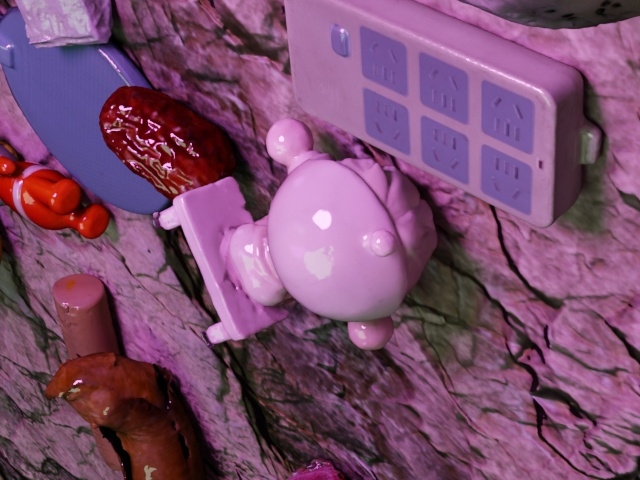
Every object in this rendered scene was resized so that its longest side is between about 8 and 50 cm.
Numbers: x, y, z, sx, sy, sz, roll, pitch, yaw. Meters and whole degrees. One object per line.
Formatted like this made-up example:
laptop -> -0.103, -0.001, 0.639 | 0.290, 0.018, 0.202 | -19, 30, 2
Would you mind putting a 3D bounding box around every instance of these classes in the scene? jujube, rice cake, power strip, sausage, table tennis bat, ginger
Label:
jujube -> -0.134, -0.085, 1.378 | 0.129, 0.077, 0.077 | 38, 149, 7
rice cake -> -0.245, -0.269, 1.348 | 0.085, 0.040, 0.226 | 2, 125, 30
power strip -> 0.075, -0.106, 1.109 | 0.270, 0.046, 0.118 | 29, 144, 34
sausage -> -0.252, 0.159, 1.830 | 0.066, 0.066, 0.301 | 29, 142, 33
table tennis bat -> -0.252, -0.148, 1.512 | 0.329, 0.044, 0.215 | 38, 148, 17
ginger -> -0.200, 0.236, 1.783 | 0.107, 0.133, 0.309 | -122, 8, -54

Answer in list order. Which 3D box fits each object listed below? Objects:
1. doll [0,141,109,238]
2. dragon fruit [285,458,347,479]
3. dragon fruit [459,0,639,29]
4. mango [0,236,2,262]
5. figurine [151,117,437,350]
doll -> -0.329, -0.063, 1.663 | 0.245, 0.076, 0.142 | 23, 165, 37
dragon fruit -> -0.013, 0.280, 1.610 | 0.147, 0.096, 0.102 | -26, 111, 16
dragon fruit -> 0.104, -0.208, 0.800 | 0.283, 0.204, 0.221 | 18, 137, 45
mango -> -0.471, -0.043, 1.826 | 0.157, 0.109, 0.262 | -28, 109, 33
figurine -> -0.009, -0.003, 1.252 | 0.257, 0.145, 0.181 | -19, 73, 52
